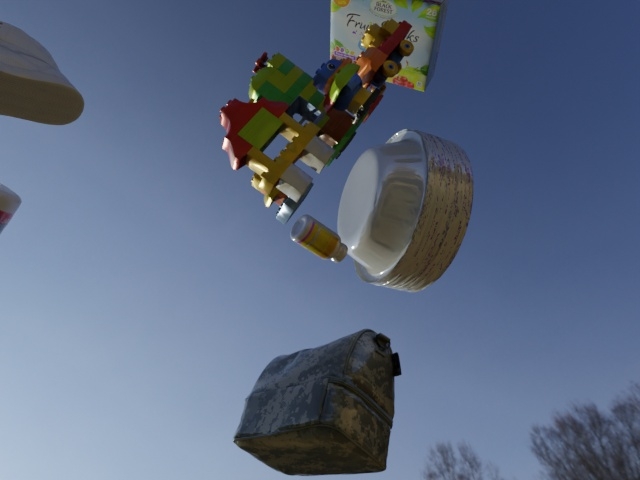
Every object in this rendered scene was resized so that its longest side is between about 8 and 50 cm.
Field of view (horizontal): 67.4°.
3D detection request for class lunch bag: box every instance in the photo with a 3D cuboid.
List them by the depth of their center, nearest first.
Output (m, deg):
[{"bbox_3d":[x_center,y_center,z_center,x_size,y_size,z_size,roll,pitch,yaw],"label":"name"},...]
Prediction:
[{"bbox_3d":[0.004,0.329,1.005,0.305,0.256,0.212,-25,-55,35],"label":"lunch bag"}]

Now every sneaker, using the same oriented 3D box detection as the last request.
[{"bbox_3d":[-0.531,-0.274,0.720,0.108,0.169,0.292,-51,-29,19],"label":"sneaker"}]

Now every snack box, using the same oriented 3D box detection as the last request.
[{"bbox_3d":[0.124,-0.398,0.912,0.207,0.070,0.174,21,-35,15],"label":"snack box"}]

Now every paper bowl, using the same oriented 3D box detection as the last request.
[{"bbox_3d":[0.129,-0.059,0.858,0.148,0.284,0.284,13,-56,-16],"label":"paper bowl"}]

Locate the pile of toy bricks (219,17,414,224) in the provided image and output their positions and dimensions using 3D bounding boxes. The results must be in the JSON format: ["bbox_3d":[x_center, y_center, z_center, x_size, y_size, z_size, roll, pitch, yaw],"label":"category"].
[{"bbox_3d":[-0.017,-0.119,0.410,0.105,0.212,0.118,37,-27,-2],"label":"pile of toy bricks"}]

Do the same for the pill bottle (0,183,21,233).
[{"bbox_3d":[-0.588,0.028,0.660,0.176,0.176,0.318,36,-100,-35],"label":"pill bottle"}]

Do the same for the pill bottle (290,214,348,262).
[{"bbox_3d":[0.000,0.000,0.695,0.083,0.043,0.043,33,-66,-28],"label":"pill bottle"}]
